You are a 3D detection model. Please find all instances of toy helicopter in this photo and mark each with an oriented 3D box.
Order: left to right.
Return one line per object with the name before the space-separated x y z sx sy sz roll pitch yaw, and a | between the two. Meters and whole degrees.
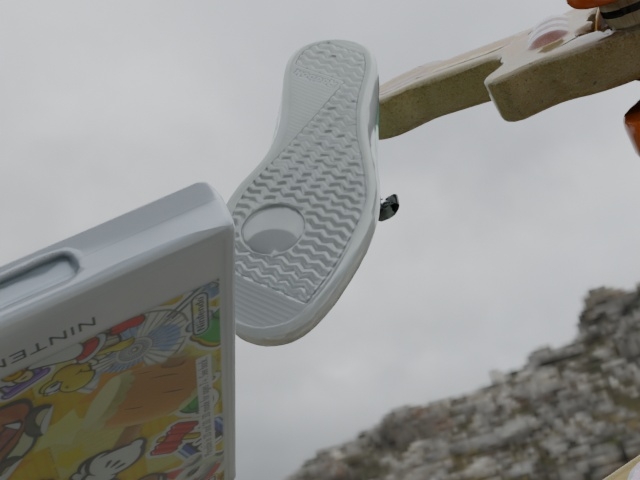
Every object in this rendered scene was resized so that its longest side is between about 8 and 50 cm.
toy helicopter | 0.171 -0.147 0.823 0.355 0.140 0.235 -13 23 46

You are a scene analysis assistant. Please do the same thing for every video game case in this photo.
video game case | -0.127 0.090 0.436 0.206 0.026 0.227 -25 -29 -20

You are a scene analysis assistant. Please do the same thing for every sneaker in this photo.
sneaker | 0.001 0.000 0.748 0.094 0.256 0.151 5 -44 11

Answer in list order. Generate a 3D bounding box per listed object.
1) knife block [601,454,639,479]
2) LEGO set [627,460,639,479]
knife block | 0.191 0.198 0.733 0.242 0.275 0.088 11 -35 4
LEGO set | 0.226 0.189 0.406 0.107 0.287 0.132 -55 0 41
